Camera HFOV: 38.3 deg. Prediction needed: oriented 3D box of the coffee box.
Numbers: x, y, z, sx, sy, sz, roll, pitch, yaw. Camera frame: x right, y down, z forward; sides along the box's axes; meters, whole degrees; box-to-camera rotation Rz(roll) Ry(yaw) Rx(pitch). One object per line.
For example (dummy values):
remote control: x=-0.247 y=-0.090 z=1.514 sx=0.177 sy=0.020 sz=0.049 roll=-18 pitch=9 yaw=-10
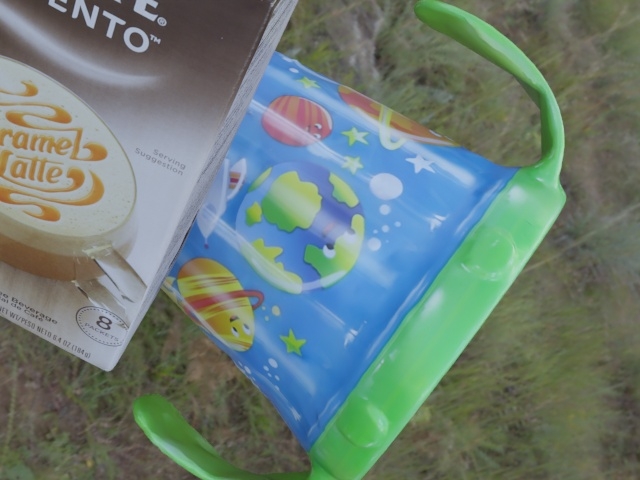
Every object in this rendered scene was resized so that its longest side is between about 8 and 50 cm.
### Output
coffee box: x=-0.106 y=-0.067 z=0.403 sx=0.141 sy=0.246 sz=0.098 roll=28 pitch=46 yaw=-4

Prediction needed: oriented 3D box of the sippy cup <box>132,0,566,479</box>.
sippy cup: x=0.000 y=0.000 z=0.603 sx=0.224 sy=0.240 sz=0.305 roll=36 pitch=60 yaw=8
